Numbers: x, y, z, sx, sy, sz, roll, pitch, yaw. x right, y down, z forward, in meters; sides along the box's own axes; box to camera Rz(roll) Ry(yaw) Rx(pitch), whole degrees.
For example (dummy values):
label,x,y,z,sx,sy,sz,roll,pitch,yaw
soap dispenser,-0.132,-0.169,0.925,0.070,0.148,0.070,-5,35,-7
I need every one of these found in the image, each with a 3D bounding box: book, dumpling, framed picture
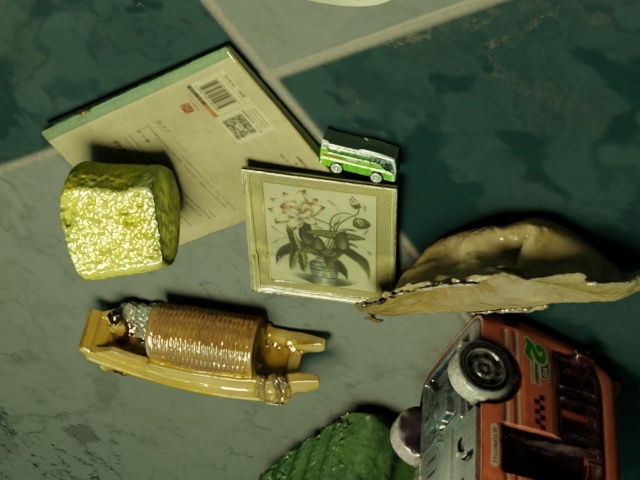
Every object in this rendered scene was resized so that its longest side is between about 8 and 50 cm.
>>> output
label,x,y,z,sx,sy,sz,roll,pitch,yaw
book,-0.140,-0.092,1.629,0.282,0.025,0.215,-16,129,35
dumpling,0.167,0.029,1.596,0.332,0.086,0.166,-10,159,29
framed picture,0.000,0.000,1.667,0.173,0.010,0.231,6,145,7

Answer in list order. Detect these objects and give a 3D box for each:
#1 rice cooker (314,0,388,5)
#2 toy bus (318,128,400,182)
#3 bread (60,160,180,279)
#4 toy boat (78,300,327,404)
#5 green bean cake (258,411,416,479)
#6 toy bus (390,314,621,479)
label,x,y,z,sx,sy,sz,roll,pitch,yaw
rice cooker,0.021,-0.278,1.264,0.206,0.127,0.145,3,140,14
toy bus,0.041,-0.087,1.555,0.083,0.031,0.037,14,132,7
bread,-0.214,-0.026,1.627,0.114,0.111,0.129,-2,111,18
toy boat,-0.145,0.129,1.839,0.310,0.089,0.115,11,150,10
green bean cake,0.084,0.379,1.985,0.308,0.169,0.300,32,142,-16
toy bus,0.213,0.308,1.649,0.233,0.427,0.203,16,143,-14
